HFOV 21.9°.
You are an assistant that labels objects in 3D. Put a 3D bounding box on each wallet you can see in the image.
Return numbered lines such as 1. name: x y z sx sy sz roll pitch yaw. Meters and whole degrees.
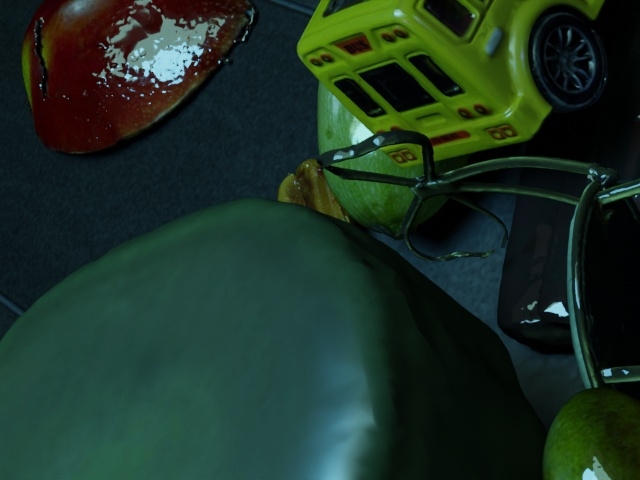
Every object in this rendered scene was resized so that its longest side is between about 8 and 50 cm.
1. wallet: 0.198 -0.044 1.022 0.182 0.049 0.229 -1 69 39

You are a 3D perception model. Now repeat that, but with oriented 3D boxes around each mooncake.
1. mooncake: -0.046 0.160 0.884 0.356 0.194 0.356 -22 50 30

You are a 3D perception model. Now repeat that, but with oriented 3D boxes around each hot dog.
1. hot dog: 0.001 0.000 1.187 0.062 0.038 0.144 -38 45 26

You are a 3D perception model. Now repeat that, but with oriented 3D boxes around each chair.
1. chair: 0.165 0.027 0.892 0.326 0.160 0.170 -8 67 29

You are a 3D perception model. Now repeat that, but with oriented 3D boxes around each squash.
1. squash: 0.054 -0.089 1.136 0.123 0.123 0.186 -8 67 40

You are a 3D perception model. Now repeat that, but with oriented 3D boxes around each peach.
1. peach: -0.178 -0.171 1.426 0.279 0.068 0.189 -15 61 37

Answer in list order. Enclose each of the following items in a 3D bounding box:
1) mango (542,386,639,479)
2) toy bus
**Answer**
1. mango: 0.201 0.185 0.795 0.267 0.133 0.111 48 120 7
2. toy bus: 0.125 -0.211 1.045 0.145 0.151 0.331 -12 44 54
